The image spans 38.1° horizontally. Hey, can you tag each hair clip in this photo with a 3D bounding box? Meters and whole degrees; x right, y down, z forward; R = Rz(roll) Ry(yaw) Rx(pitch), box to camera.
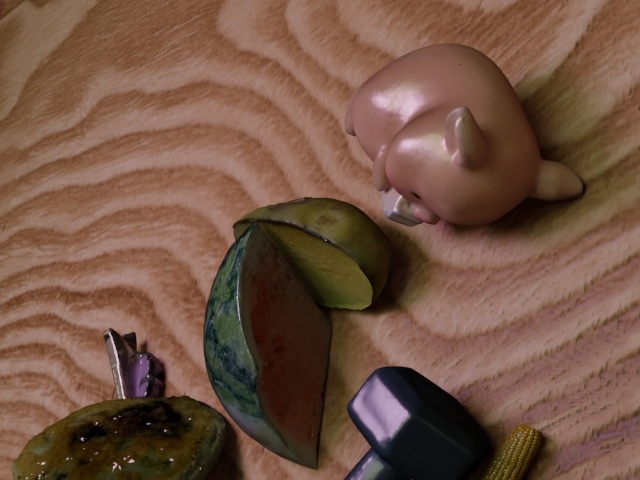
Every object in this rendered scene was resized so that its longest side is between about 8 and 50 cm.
[{"bbox_3d":[-0.304,0.264,1.487,0.106,0.084,0.292,-31,51,27],"label":"hair clip"}]

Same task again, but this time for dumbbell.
[{"bbox_3d":[0.037,0.294,1.005,0.325,0.160,0.144,-55,9,10],"label":"dumbbell"}]

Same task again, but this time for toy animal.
[{"bbox_3d":[0.143,-0.116,1.105,0.213,0.195,0.256,-48,41,30],"label":"toy animal"}]

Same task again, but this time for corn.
[{"bbox_3d":[0.194,0.230,0.950,0.092,0.037,0.037,-57,37,0],"label":"corn"}]

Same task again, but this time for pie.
[{"bbox_3d":[-0.278,0.305,1.299,0.323,0.071,0.323,-13,24,6],"label":"pie"}]

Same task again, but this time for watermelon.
[{"bbox_3d":[-0.075,0.156,1.227,0.175,0.256,0.260,6,55,4],"label":"watermelon"}]

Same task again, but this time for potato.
[{"bbox_3d":[0.000,0.000,1.251,0.111,0.160,0.271,-46,27,-26],"label":"potato"}]
